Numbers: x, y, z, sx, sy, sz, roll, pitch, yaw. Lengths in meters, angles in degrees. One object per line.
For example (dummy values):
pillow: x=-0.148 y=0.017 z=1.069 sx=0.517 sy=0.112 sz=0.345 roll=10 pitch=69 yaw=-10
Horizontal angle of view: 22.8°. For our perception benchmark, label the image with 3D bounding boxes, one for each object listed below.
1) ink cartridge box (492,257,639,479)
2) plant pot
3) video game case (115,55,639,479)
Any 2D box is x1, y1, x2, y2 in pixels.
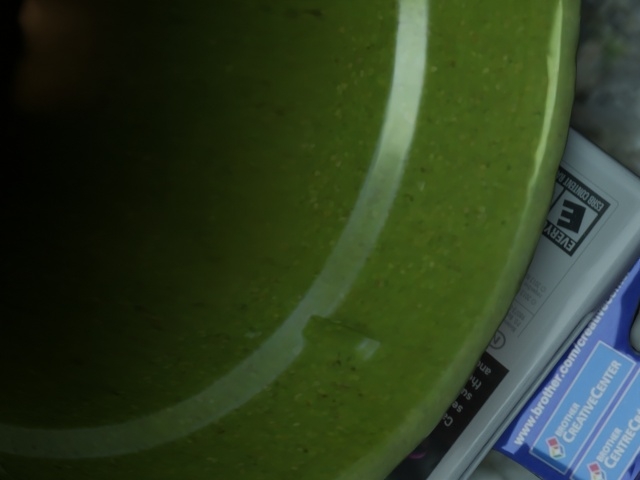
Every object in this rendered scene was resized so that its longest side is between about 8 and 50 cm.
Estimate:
ink cartridge box: x=0.219 y=0.080 z=0.481 sx=0.311 sy=0.065 sz=0.185 roll=34 pitch=101 yaw=19
plant pot: x=-0.103 y=-0.068 z=0.486 sx=0.254 sy=0.276 sz=0.276 roll=12 pitch=94 yaw=43
video game case: x=0.000 y=0.000 z=0.571 sx=0.190 sy=0.022 sz=0.173 roll=40 pitch=102 yaw=22
